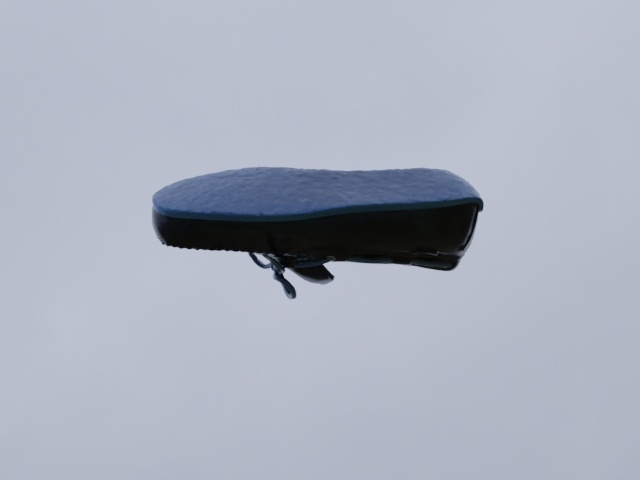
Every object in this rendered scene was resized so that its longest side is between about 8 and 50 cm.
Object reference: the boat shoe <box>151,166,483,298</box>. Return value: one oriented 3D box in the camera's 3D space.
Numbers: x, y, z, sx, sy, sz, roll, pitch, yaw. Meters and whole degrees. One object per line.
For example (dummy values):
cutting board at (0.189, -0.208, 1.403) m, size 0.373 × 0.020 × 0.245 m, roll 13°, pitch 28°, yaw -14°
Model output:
boat shoe at (0.000, 0.000, 0.828) m, size 0.258 × 0.109 × 0.089 m, roll 2°, pitch -62°, yaw -7°
